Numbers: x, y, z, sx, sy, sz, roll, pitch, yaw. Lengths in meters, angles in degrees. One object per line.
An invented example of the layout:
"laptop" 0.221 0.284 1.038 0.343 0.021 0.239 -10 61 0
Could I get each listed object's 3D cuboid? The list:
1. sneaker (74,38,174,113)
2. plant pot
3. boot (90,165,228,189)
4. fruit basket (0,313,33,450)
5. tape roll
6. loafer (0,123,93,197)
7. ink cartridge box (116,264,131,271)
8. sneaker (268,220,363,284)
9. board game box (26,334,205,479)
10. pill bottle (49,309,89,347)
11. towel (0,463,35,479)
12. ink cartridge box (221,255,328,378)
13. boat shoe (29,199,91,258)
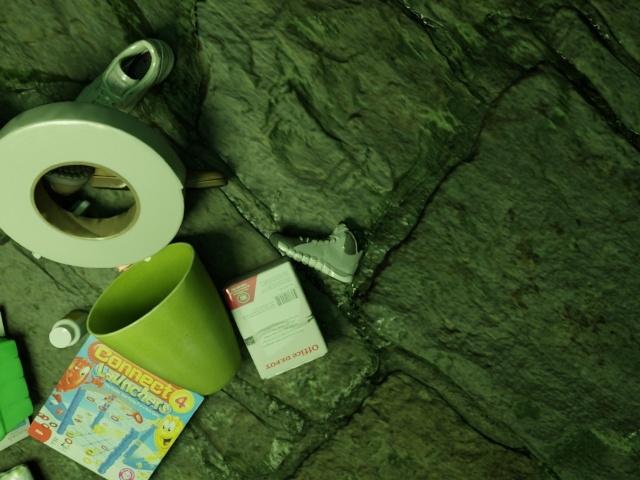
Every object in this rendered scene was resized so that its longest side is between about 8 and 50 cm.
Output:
"sneaker" -0.450 -0.324 1.214 0.114 0.152 0.305 43 96 -11
"plant pot" -0.313 0.202 1.272 0.274 0.275 0.294 -32 119 2
"boot" -0.360 -0.167 1.273 0.305 0.112 0.115 4 88 -2
"fruit basket" -0.833 0.356 1.219 0.165 0.353 0.327 -1 104 40
"tape roll" -0.471 -0.098 1.156 0.391 0.072 0.392 -4 134 -5
"loafer" -0.684 -0.164 1.199 0.365 0.134 0.130 19 140 -20
"ink cartridge box" -0.456 0.040 1.334 0.062 0.029 0.115 -30 99 1
"sneaker" 0.000 0.000 1.334 0.228 0.086 0.132 28 92 -17
"board game box" -0.482 0.402 1.363 0.308 0.086 0.302 33 96 -8
"pill bottle" -0.580 0.206 1.310 0.065 0.116 0.065 0 99 -3
"towel" -0.819 0.751 1.370 0.374 0.090 0.321 -21 94 7
"ink cartridge box" -0.104 0.180 1.341 0.171 0.100 0.237 -23 99 1
"boat shoe" -0.615 -0.045 1.292 0.183 0.065 0.083 -43 103 6
